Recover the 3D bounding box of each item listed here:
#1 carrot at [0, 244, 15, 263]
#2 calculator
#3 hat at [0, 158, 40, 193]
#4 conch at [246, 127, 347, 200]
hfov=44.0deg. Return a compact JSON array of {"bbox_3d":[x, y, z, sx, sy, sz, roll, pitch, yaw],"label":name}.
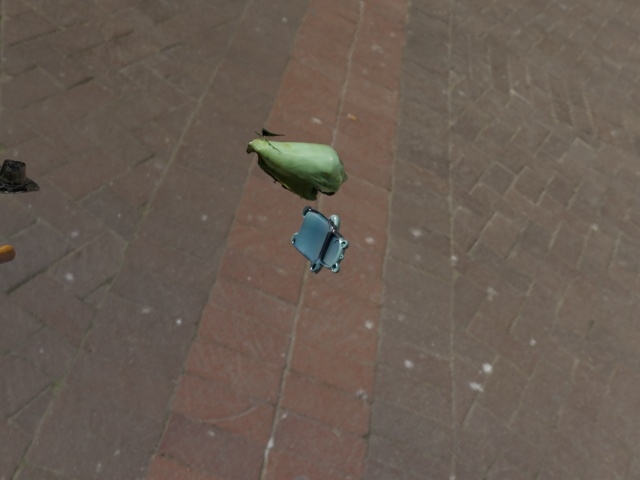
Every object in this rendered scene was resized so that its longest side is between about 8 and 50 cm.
[{"bbox_3d":[-0.664,0.034,1.604,0.037,0.037,0.190,28,3,-4],"label":"carrot"},{"bbox_3d":[0.000,0.000,1.190,0.019,0.094,0.141,15,14,-34],"label":"calculator"},{"bbox_3d":[-0.586,-0.124,1.505,0.121,0.050,0.121,17,21,-7],"label":"hat"},{"bbox_3d":[-0.040,-0.113,1.232,0.170,0.106,0.079,18,39,-14],"label":"conch"}]
